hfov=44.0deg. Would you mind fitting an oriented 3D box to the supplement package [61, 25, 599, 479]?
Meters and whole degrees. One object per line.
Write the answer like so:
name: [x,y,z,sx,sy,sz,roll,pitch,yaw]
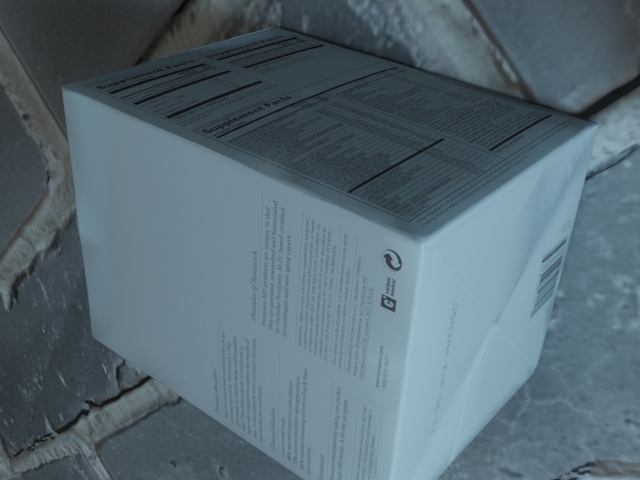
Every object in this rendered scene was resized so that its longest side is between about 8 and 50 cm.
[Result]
supplement package: [0.000,0.000,0.522,0.263,0.198,0.199,25,128,31]
